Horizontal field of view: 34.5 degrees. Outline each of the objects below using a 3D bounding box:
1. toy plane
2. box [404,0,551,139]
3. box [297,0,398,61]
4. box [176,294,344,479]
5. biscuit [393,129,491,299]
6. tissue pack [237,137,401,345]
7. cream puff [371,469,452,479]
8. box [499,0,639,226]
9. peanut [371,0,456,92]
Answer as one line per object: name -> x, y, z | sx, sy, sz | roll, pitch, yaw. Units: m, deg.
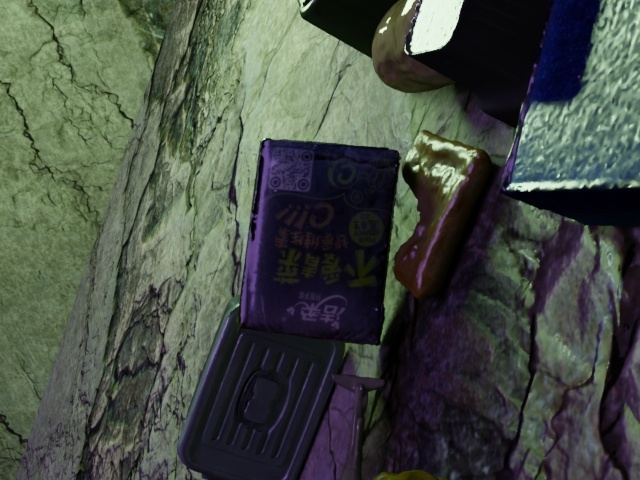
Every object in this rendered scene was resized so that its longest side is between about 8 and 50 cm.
toy plane -> 0.031, 0.277, 1.103 | 0.108, 0.092, 0.286 | 97, 179, -68
box -> 0.198, -0.242, 0.987 | 0.138, 0.178, 0.274 | 2, 74, 67
box -> 0.093, -0.409, 1.357 | 0.328, 0.178, 0.252 | -60, 26, 25
box -> -0.084, 0.187, 1.340 | 0.135, 0.163, 0.243 | -136, 65, -75
biscuit -> 0.121, -0.033, 1.180 | 0.183, 0.039, 0.174 | -69, 24, 4
tissue pack -> 0.000, 0.000, 1.219 | 0.073, 0.173, 0.235 | 36, -121, -80
cream puff -> 0.098, 0.274, 0.911 | 0.121, 0.156, 0.156 | -28, -24, -55
box -> 0.285, -0.153, 0.797 | 0.261, 0.116, 0.278 | 5, 77, 66
peanut -> 0.138, -0.237, 1.190 | 0.224, 0.129, 0.129 | 153, 132, -68
